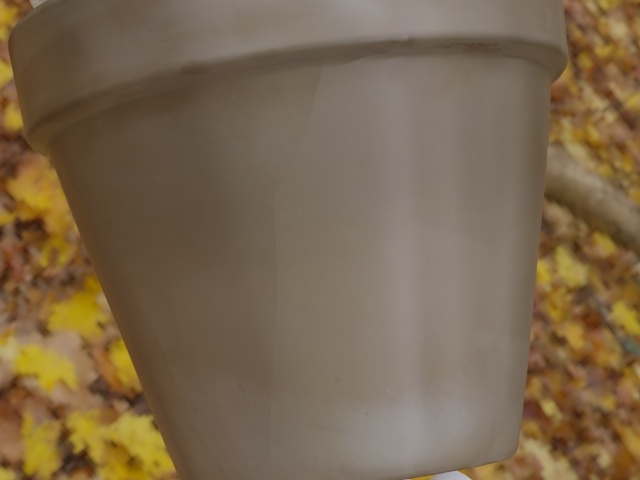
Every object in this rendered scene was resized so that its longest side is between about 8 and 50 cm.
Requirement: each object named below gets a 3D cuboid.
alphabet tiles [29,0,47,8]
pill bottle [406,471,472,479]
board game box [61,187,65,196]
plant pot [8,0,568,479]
[{"bbox_3d":[-0.046,-0.175,0.988,0.278,0.284,0.021,10,49,9],"label":"alphabet tiles"},{"bbox_3d":[0.061,0.343,1.788,0.264,0.146,0.146,-33,84,-30],"label":"pill bottle"},{"bbox_3d":[-0.044,-0.178,1.503,0.390,0.390,0.050,15,11,32],"label":"board game box"},{"bbox_3d":[0.000,0.000,1.002,0.323,0.323,0.280,-2,81,-54],"label":"plant pot"}]
